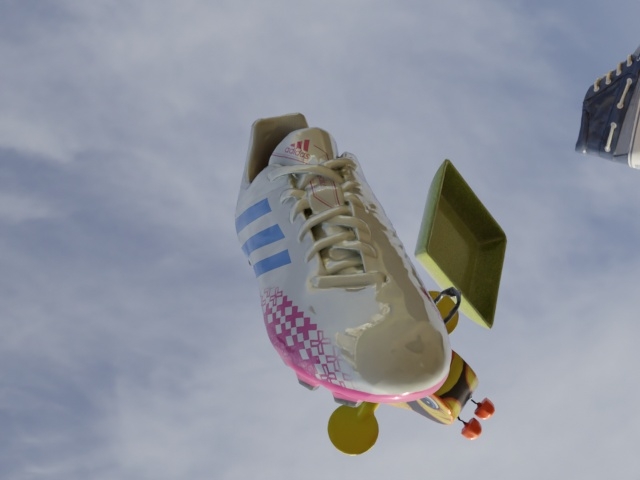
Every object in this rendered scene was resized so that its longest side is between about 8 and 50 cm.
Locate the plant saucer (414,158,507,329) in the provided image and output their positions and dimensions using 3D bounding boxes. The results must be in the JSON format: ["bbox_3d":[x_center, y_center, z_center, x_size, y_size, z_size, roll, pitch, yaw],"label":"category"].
[{"bbox_3d":[0.199,0.009,1.790,0.188,0.045,0.188,48,-139,-32],"label":"plant saucer"}]

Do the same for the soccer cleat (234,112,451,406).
[{"bbox_3d":[0.000,0.000,0.920,0.116,0.331,0.143,-9,-65,-16],"label":"soccer cleat"}]

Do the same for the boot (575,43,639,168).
[{"bbox_3d":[0.342,-0.179,1.366,0.069,0.086,0.190,5,-82,-64],"label":"boot"}]

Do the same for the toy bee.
[{"bbox_3d":[0.088,0.145,1.252,0.195,0.298,0.162,-45,-75,-1],"label":"toy bee"}]
